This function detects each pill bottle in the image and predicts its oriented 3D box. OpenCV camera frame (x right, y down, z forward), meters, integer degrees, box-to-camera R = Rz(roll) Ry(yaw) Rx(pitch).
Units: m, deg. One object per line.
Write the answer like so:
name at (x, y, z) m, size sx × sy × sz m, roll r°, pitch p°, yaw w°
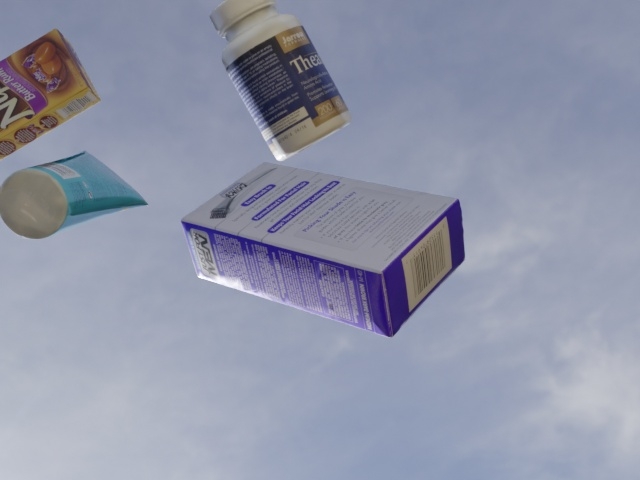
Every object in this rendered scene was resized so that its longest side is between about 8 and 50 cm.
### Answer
pill bottle at (-0.032, -0.126, 0.625) m, size 0.067 × 0.120 × 0.067 m, roll -29°, pitch 5°, yaw 3°

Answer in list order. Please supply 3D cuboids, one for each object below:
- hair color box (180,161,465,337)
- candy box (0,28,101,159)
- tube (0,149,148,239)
hair color box at (0.000, 0.000, 1.127) m, size 0.185 × 0.339 × 0.110 m, roll -40°, pitch -48°, yaw -39°
candy box at (-0.414, -0.197, 1.159) m, size 0.187 × 0.109 × 0.053 m, roll -32°, pitch -17°, yaw 1°
tube at (-0.203, -0.044, 0.707) m, size 0.052 × 0.207 × 0.080 m, roll -43°, pitch -86°, yaw 10°
